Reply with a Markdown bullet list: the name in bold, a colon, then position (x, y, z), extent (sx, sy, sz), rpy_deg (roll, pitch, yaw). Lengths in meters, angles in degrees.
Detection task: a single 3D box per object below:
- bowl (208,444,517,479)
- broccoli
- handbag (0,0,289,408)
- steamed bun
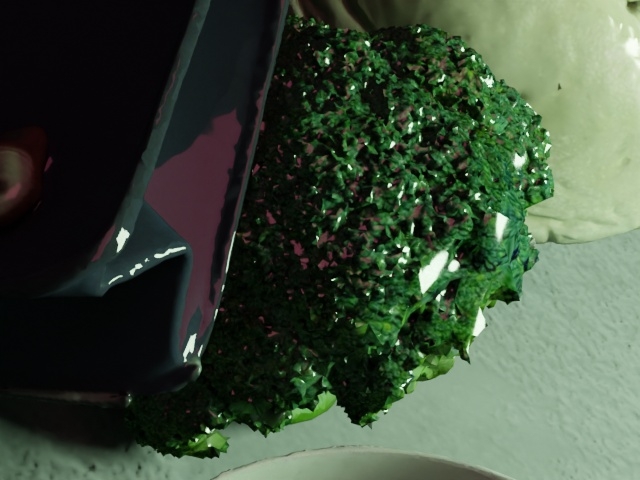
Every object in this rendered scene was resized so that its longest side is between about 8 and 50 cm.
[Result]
- **bowl**: position (0.021, 0.246, 0.668), extent (0.287, 0.143, 0.287), rpy_deg (3, 38, -3)
- **broccoli**: position (0.000, 0.000, 0.833), extent (0.295, 0.245, 0.265), rpy_deg (-22, 54, -13)
- **handbag**: position (-0.182, -0.095, 0.735), extent (0.303, 0.122, 0.329), rpy_deg (3, 62, 20)
- **steamed bun**: position (0.078, -0.161, 0.978), extent (0.383, 0.236, 0.247), rpy_deg (49, 12, -13)
